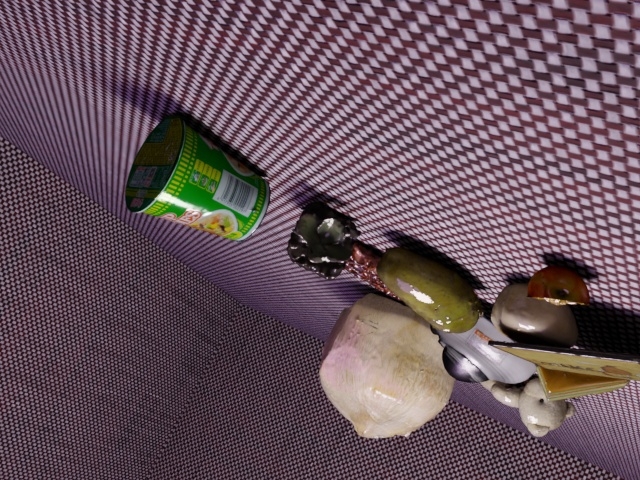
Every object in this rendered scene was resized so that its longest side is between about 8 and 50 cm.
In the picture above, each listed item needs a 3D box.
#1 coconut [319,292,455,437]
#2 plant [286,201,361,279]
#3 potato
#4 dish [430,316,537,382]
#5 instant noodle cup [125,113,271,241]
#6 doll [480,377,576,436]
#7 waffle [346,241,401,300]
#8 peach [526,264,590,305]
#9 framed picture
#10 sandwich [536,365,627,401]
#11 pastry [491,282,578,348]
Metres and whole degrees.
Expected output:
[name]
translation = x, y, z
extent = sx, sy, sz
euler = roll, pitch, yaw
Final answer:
[coconut]
translation = 0.185, 0.372, 2.030
extent = 0.404, 0.405, 0.404
euler = 27, 168, 6
[plant]
translation = 0.000, 0.000, 1.449
extent = 0.142, 0.131, 0.203
euler = 31, 177, -10
[potato]
translation = 0.214, 0.091, 1.421
extent = 0.251, 0.113, 0.149
euler = 41, 172, -16
[dish]
translation = 0.333, 0.252, 1.629
extent = 0.273, 0.134, 0.273
euler = 41, 174, 5
[instant noodle cup]
translation = -0.227, -0.107, 1.418
extent = 0.232, 0.207, 0.207
euler = 26, 171, -34
[doll]
translation = 0.568, 0.425, 2.048
extent = 0.278, 0.175, 0.149
euler = 26, 133, 52
[waffle]
translation = 0.118, 0.066, 1.655
extent = 0.234, 0.056, 0.221
euler = 30, 170, 15
[peach]
translation = 0.366, 0.069, 1.109
extent = 0.098, 0.062, 0.098
euler = 8, 180, 0
[framed picture]
translation = 0.484, 0.225, 1.320
extent = 0.255, 0.014, 0.338
euler = 2, 165, 34
[sandwich]
translation = 0.563, 0.264, 1.593
extent = 0.187, 0.144, 0.117
euler = -12, 157, 10
[pastry]
translation = 0.381, 0.137, 1.286
extent = 0.156, 0.092, 0.156
euler = 26, 171, 5
